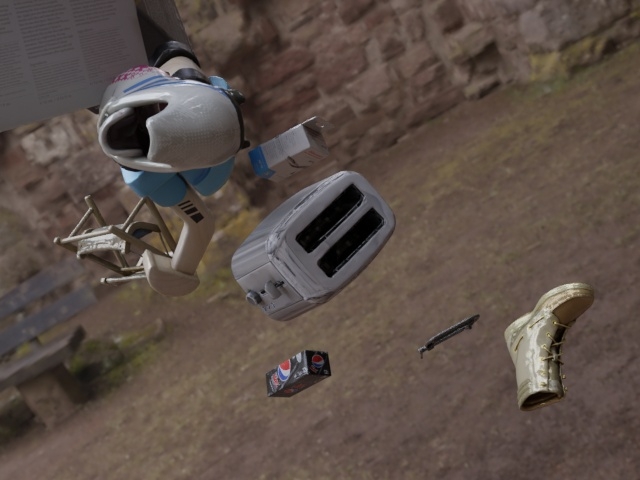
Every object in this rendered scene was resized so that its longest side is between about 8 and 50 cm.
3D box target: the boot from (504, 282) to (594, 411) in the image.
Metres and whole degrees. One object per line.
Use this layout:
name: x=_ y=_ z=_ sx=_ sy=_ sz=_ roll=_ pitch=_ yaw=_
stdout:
boot: x=0.489 y=0.224 z=1.952 sx=0.262 sy=0.095 sz=0.203 roll=-47 pitch=32 yaw=43

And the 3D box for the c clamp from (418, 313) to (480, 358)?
c clamp: x=0.288 y=0.211 z=2.102 sx=0.160 sy=0.022 sz=0.137 roll=-29 pitch=-19 yaw=0

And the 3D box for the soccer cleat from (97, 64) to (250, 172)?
soccer cleat: x=-0.218 y=-0.146 z=1.109 sx=0.143 sy=0.116 sz=0.331 roll=-16 pitch=17 yaw=-33

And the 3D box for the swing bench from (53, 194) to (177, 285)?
swing bench: x=-0.475 y=0.013 z=2.336 sx=0.253 sy=0.255 sz=0.165 roll=-9 pitch=42 yaw=43

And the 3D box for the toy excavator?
toy excavator: x=-0.303 y=-0.129 z=2.019 sx=0.433 sy=0.445 sz=0.222 roll=-40 pitch=34 yaw=5

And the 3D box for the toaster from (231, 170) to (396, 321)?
toaster: x=0.000 y=0.000 z=1.204 sx=0.227 sy=0.129 sz=0.146 roll=-43 pitch=8 yaw=-24

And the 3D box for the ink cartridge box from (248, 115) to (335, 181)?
ink cartridge box: x=-0.054 y=-0.198 z=2.041 sx=0.180 sy=0.060 sz=0.104 roll=-25 pitch=-16 yaw=21

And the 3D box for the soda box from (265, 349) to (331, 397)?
soda box: x=-0.048 y=0.277 z=1.924 sx=0.060 sy=0.053 sz=0.169 roll=9 pitch=-29 yaw=-32

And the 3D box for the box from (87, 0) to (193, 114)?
box: x=-0.506 y=-0.485 z=2.111 sx=0.293 sy=0.212 sz=0.395 roll=-23 pitch=-14 yaw=9

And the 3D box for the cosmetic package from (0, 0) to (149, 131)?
cosmetic package: x=-0.411 y=-0.288 z=1.174 sx=0.097 sy=0.284 sz=0.377 roll=7 pitch=23 yaw=42

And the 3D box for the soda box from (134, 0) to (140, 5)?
soda box: x=-0.311 y=-0.412 z=1.485 sx=0.181 sy=0.058 sz=0.061 roll=-55 pitch=-4 yaw=-34
